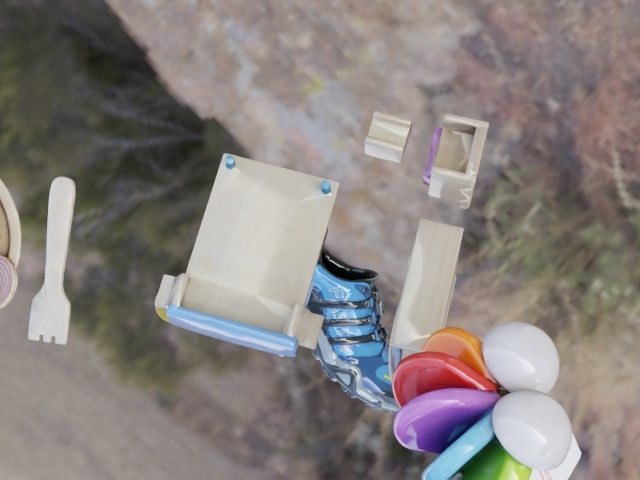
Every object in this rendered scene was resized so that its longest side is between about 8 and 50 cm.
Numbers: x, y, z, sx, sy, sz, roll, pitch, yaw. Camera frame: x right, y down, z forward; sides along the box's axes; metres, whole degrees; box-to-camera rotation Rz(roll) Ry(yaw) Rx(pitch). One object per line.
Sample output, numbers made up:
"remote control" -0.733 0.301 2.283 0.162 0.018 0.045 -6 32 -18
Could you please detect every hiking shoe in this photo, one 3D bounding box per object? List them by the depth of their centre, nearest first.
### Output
"hiking shoe" 0.044 0.108 2.177 0.304 0.132 0.113 45 -165 -16

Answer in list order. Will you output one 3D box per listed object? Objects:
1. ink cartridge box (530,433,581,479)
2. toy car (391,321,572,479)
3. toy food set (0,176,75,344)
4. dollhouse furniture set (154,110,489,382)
"ink cartridge box" 0.199 0.276 1.792 0.067 0.198 0.115 28 160 34
"toy car" 0.127 0.156 1.439 0.136 0.182 0.159 20 133 -24
"toy food set" -0.261 0.003 1.094 0.192 0.132 0.038 5 -178 11
"dollhouse furniture set" 0.000 0.000 1.767 0.303 0.286 0.198 13 164 5
